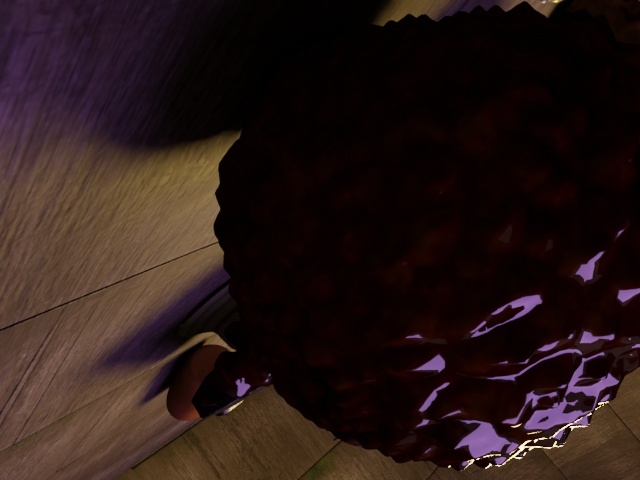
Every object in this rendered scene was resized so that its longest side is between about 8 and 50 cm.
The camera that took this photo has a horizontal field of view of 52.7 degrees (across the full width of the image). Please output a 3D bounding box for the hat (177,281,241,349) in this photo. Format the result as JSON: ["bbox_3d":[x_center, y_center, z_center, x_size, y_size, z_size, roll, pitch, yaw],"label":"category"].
[{"bbox_3d":[-0.146,0.152,1.251,0.252,0.110,0.252,-38,171,-7],"label":"hat"}]

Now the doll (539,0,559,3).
[{"bbox_3d":[0.366,-0.376,0.905,0.162,0.062,0.106,-30,171,-46],"label":"doll"}]

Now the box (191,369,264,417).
[{"bbox_3d":[-0.103,0.234,1.257,0.290,0.073,0.289,-30,179,-6],"label":"box"}]

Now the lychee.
[{"bbox_3d":[0.091,0.001,0.592,0.500,0.425,0.424,-37,169,-5],"label":"lychee"}]

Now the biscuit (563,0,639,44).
[{"bbox_3d":[0.574,-0.261,1.191,0.166,0.395,0.342,-39,171,15],"label":"biscuit"}]

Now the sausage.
[{"bbox_3d":[-0.292,0.347,1.546,0.121,0.121,0.304,-31,166,-37],"label":"sausage"}]
